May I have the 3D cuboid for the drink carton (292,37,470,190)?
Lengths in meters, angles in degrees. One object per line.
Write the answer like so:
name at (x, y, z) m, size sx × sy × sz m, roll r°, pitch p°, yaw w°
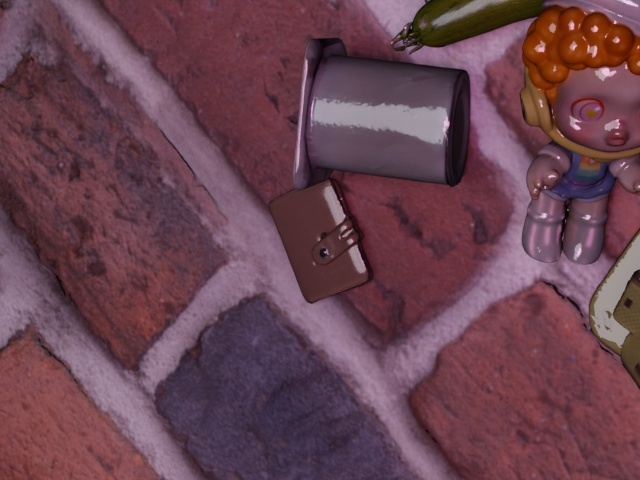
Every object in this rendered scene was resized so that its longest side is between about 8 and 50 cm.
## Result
drink carton at (0.082, -0.154, 1.629) m, size 0.189 × 0.191 × 0.186 m, roll 4°, pitch 98°, yaw 16°

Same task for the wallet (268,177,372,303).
wallet at (0.000, 0.000, 1.762) m, size 0.118 × 0.038 × 0.153 m, roll -23°, pitch 86°, yaw 29°

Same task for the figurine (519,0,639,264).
figurine at (0.293, -0.148, 1.497) m, size 0.224 × 0.205 × 0.382 m, roll 17°, pitch 127°, yaw -12°

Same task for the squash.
squash at (0.234, -0.291, 1.584) m, size 0.318 × 0.071 × 0.080 m, roll -11°, pitch 97°, yaw 21°

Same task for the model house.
model house at (0.393, 0.096, 1.453) m, size 0.218 × 0.278 × 0.205 m, roll 37°, pitch 110°, yaw 15°
